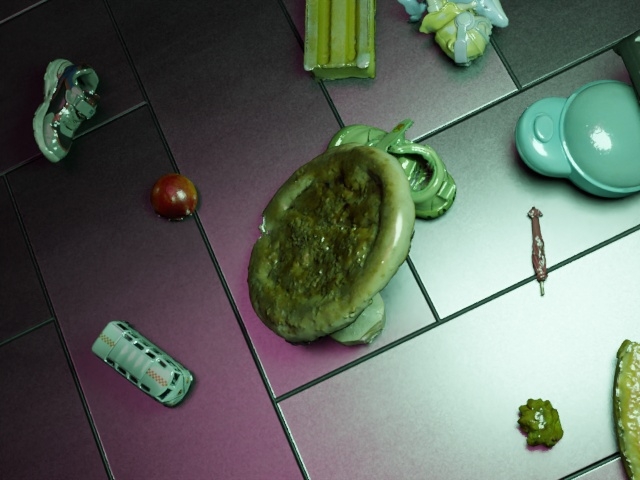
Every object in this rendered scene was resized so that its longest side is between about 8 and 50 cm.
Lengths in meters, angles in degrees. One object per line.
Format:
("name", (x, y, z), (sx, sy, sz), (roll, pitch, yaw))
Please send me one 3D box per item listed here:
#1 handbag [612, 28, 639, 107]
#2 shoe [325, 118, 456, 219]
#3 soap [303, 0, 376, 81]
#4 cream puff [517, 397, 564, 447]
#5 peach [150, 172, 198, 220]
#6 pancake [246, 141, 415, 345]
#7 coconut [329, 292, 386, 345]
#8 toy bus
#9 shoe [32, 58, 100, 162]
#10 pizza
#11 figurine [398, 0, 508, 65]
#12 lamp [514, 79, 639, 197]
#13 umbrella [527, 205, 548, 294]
("handbag", (0.625, -0.251, 1.583), (0.080, 0.246, 0.223), (-36, 63, 43))
("shoe", (0.136, -0.143, 1.702), (0.262, 0.128, 0.140), (31, 68, 14))
("soap", (0.040, -0.431, 1.812), (0.134, 0.076, 0.234), (-1, 76, 10))
("cream puff", (0.373, 0.308, 1.556), (0.083, 0.058, 0.083), (12, 76, 11))
("peach", (-0.287, -0.087, 1.783), (0.098, 0.061, 0.098), (-3, 68, 6))
("pancake", (0.001, 0.000, 1.618), (0.382, 0.071, 0.383), (-24, 53, 37))
("coconut", (0.058, 0.128, 1.629), (0.116, 0.122, 0.116), (-3, 74, 9))
("toy bus", (-0.330, 0.226, 1.690), (0.193, 0.089, 0.087), (34, 83, 16))
("shoe", (-0.492, -0.263, 1.847), (0.125, 0.099, 0.228), (-1, 71, 13))
("pizza", (0.597, 0.310, 1.501), (0.223, 0.089, 0.324), (-11, 75, 13))
("figurine", (0.253, -0.424, 1.750), (0.208, 0.128, 0.184), (7, 79, 20))
("lamp", (0.486, -0.181, 1.624), (0.283, 0.147, 0.210), (0, 73, 10))
("umbrella", (0.392, 0.017, 1.652), (0.027, 0.025, 0.165), (-13, 70, 29))
